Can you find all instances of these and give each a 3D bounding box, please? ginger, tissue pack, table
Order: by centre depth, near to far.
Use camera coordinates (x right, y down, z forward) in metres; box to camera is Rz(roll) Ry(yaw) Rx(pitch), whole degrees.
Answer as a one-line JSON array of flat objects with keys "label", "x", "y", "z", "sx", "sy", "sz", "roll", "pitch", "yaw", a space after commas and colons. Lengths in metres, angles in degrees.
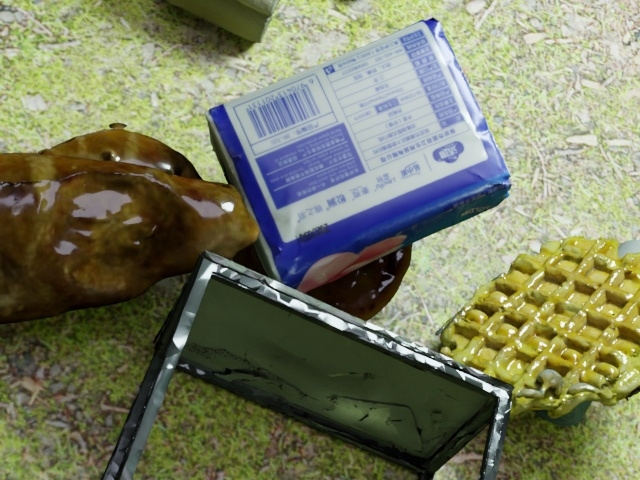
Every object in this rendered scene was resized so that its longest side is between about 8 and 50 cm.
[{"label": "table", "x": -0.030, "y": 0.231, "z": 1.325, "sx": 0.335, "sy": 0.222, "sz": 0.272, "roll": 24, "pitch": 55, "yaw": -7}, {"label": "ginger", "x": -0.288, "y": -0.018, "z": 1.390, "sx": 0.418, "sy": 0.254, "sz": 0.176, "roll": -8, "pitch": 106, "yaw": -13}, {"label": "tissue pack", "x": 0.038, "y": -0.084, "z": 1.445, "sx": 0.269, "sy": 0.137, "sz": 0.209, "roll": -25, "pitch": 84, "yaw": -6}]

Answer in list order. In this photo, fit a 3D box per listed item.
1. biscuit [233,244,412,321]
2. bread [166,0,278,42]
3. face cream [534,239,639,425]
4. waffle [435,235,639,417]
[{"label": "biscuit", "x": 0.000, "y": 0.000, "z": 1.523, "sx": 0.212, "sy": 0.036, "sz": 0.212, "roll": -3, "pitch": 73, "yaw": 9}, {"label": "bread", "x": -0.106, "y": -0.326, "z": 1.649, "sx": 0.141, "sy": 0.148, "sz": 0.134, "roll": 26, "pitch": 75, "yaw": -6}, {"label": "face cream", "x": 0.328, "y": 0.105, "z": 1.622, "sx": 0.077, "sy": 0.077, "sz": 0.250, "roll": 39, "pitch": 57, "yaw": 3}, {"label": "waffle", "x": 0.269, "y": 0.094, "z": 1.551, "sx": 0.280, "sy": 0.060, "sz": 0.262, "roll": -11, "pitch": 38, "yaw": 4}]
